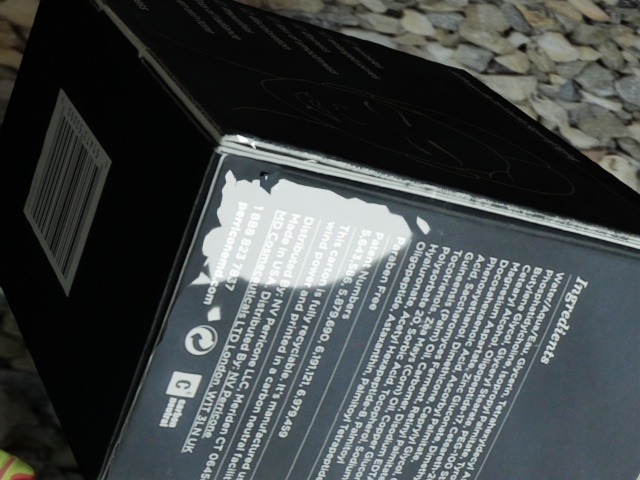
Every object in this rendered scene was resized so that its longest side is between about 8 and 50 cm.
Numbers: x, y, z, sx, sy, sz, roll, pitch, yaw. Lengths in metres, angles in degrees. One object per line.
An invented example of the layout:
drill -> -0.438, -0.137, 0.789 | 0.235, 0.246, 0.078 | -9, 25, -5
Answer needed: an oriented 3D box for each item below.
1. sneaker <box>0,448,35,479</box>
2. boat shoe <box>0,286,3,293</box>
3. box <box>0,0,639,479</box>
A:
sneaker -> -0.298, 0.261, 1.208 | 0.094, 0.081, 0.208 | 20, 50, -13
boat shoe -> -0.273, 0.024, 1.401 | 0.227, 0.069, 0.081 | 30, 49, -2
box -> 0.000, 0.000, 1.224 | 0.471, 0.297, 0.480 | 11, 21, -29
